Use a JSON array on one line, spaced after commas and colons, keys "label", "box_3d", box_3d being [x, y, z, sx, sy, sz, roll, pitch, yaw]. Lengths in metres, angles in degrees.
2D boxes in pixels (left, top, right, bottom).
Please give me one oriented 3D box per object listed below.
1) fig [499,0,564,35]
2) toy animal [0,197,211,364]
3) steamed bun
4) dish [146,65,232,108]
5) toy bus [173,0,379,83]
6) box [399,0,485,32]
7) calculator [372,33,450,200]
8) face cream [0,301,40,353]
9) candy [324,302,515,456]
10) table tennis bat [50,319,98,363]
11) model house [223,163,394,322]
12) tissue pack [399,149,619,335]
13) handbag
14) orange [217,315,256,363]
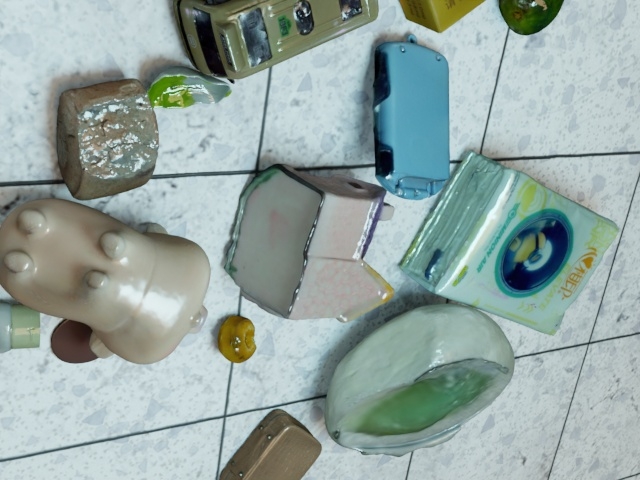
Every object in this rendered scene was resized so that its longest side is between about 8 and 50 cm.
[{"label": "fig", "box_3d": [0.405, -0.456, 1.706, 0.177, 0.117, 0.117, -41, 131, -22]}, {"label": "toy animal", "box_3d": [-0.324, 0.058, 1.408, 0.326, 0.269, 0.237, 24, 82, 1]}, {"label": "steamed bun", "box_3d": [-0.310, -0.147, 1.385, 0.144, 0.106, 0.175, -13, 118, -28]}, {"label": "dish", "box_3d": [-0.204, -0.242, 1.440, 0.137, 0.039, 0.091, -4, 156, -31]}, {"label": "toy bus", "box_3d": [-0.063, -0.348, 1.408, 0.289, 0.157, 0.139, -26, 126, -20]}, {"label": "box", "box_3d": [0.193, -0.576, 1.485, 0.264, 0.116, 0.415, -36, 130, -11]}, {"label": "calculator", "box_3d": [0.158, -0.215, 1.630, 0.173, 0.051, 0.293, 3, 85, -40]}, {"label": "face cream", "box_3d": [-0.542, 0.132, 1.420, 0.224, 0.070, 0.114, -1, 112, -20]}, {"label": "candy", "box_3d": [0.211, 0.279, 1.901, 0.386, 0.186, 0.427, -44, 139, 20]}, {"label": "table tennis bat", "box_3d": [-0.372, 0.159, 1.569, 0.158, 0.014, 0.095, -7, 116, -28]}, {"label": "model house", "box_3d": [0.000, 0.000, 1.620, 0.237, 0.202, 0.237, 5, 105, -42]}, {"label": "tissue pack", "box_3d": [0.391, 0.013, 1.904, 0.388, 0.162, 0.287, 21, 105, -39]}, {"label": "handbag", "box_3d": [-0.093, 0.443, 1.870, 0.151, 0.072, 0.193, 36, 90, -40]}, {"label": "orange", "box_3d": [-0.155, 0.179, 1.691, 0.086, 0.062, 0.086, -4, 90, -65]}]
